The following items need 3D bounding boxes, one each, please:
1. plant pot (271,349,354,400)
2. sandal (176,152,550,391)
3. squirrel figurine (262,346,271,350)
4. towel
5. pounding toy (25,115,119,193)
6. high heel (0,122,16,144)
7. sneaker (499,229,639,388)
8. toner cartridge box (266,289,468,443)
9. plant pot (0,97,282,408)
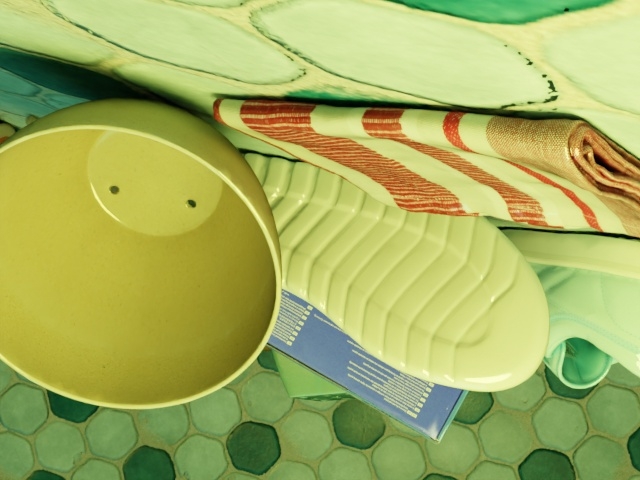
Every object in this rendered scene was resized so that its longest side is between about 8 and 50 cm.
[{"bbox_3d":[0.018,0.110,1.468,0.165,0.234,0.166,-9,166,24],"label":"plant pot"},{"bbox_3d":[0.043,0.016,1.023,0.416,0.169,0.102,27,174,23],"label":"sandal"},{"bbox_3d":[-0.023,0.109,2.059,0.397,0.281,0.370,-10,148,44],"label":"squirrel figurine"},{"bbox_3d":[0.102,-0.052,0.781,0.329,0.037,0.237,11,173,43],"label":"towel"},{"bbox_3d":[-0.304,-0.059,1.253,0.155,0.154,0.269,18,174,-30],"label":"pounding toy"},{"bbox_3d":[-0.512,-0.105,1.461,0.181,0.127,0.377,5,178,1],"label":"high heel"},{"bbox_3d":[0.250,0.074,1.078,0.135,0.150,0.366,17,175,-15],"label":"sneaker"},{"bbox_3d":[0.014,0.063,1.104,0.348,0.165,0.075,29,172,10],"label":"toner cartridge box"},{"bbox_3d":[-0.169,-0.015,0.928,0.284,0.284,0.191,16,-149,-6],"label":"plant pot"}]
